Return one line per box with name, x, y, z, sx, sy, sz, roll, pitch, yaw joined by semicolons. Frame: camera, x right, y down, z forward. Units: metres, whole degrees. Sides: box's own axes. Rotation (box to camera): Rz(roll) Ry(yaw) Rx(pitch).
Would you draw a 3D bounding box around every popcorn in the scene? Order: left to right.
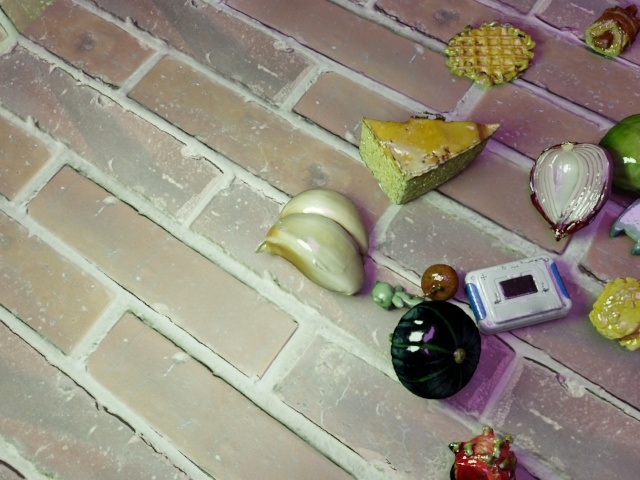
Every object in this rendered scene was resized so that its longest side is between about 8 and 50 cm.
popcorn;0.787;0.184;1.501;0.180;0.170;0.180;-28;35;22

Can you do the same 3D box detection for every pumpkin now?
pumpkin;0.270;0.269;1.483;0.248;0.248;0.248;-2;67;4

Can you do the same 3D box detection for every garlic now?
garlic;0.000;0.000;1.623;0.313;0.286;0.249;22;115;18

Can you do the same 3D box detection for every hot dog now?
hot dog;0.948;-0.684;1.875;0.146;0.103;0.213;33;72;17

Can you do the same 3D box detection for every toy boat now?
toy boat;0.918;-0.050;1.638;0.207;0.079;0.134;-42;61;-2

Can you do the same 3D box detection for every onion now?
onion;0.707;-0.131;1.642;0.227;0.120;0.284;11;89;52

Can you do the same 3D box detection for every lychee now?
lychee;0.317;0.122;1.584;0.114;0.101;0.140;-2;46;37

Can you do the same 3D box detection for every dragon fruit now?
dragon fruit;0.387;0.525;1.385;0.160;0.172;0.166;-47;74;25

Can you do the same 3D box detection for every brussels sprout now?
brussels sprout;0.899;-0.239;1.628;0.244;0.244;0.244;-2;67;4

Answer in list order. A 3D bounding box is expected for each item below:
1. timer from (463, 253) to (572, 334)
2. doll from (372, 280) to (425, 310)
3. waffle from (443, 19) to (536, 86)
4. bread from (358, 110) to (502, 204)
timer;0.529;0.142;1.574;0.253;0.078;0.178;-14;66;-1
doll;0.212;0.164;1.592;0.150;0.078;0.115;13;24;4
waffle;0.549;-0.615;1.899;0.262;0.060;0.280;41;76;18
bread;0.289;-0.284;1.684;0.315;0.248;0.279;-37;71;-15
